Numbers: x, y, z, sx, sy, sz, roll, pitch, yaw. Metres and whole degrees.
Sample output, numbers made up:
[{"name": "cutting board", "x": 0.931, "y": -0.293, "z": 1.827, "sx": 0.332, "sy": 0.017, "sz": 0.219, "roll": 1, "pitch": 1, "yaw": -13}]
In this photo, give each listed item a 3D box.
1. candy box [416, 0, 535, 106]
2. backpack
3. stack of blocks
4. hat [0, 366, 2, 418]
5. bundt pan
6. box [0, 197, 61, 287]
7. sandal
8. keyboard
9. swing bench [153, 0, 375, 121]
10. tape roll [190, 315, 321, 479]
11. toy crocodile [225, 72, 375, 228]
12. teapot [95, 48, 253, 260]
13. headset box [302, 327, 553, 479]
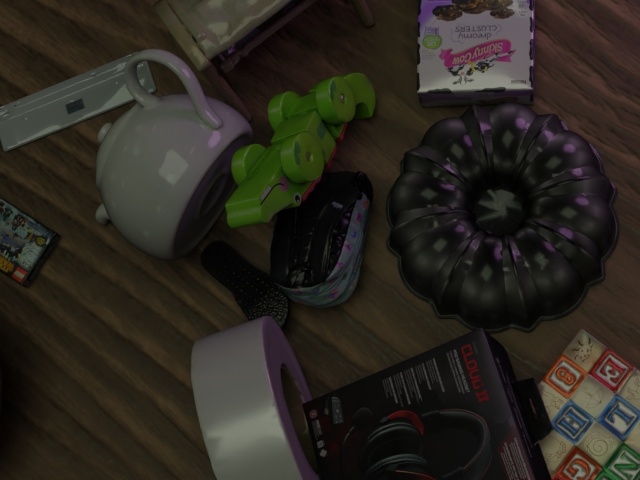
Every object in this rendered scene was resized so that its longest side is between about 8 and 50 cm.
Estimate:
[{"name": "candy box", "x": 0.222, "y": -0.293, "z": 1.708, "sx": 0.165, "sy": 0.070, "sz": 0.196, "roll": 0, "pitch": 78, "yaw": 10}, {"name": "backpack", "x": 0.000, "y": 0.000, "z": 1.661, "sx": 0.152, "sy": 0.115, "sz": 0.182, "roll": -2, "pitch": 65, "yaw": 29}, {"name": "stack of blocks", "x": 0.319, "y": 0.286, "z": 1.560, "sx": 0.171, "sy": 0.087, "sz": 0.297, "roll": 38, "pitch": 88, "yaw": 16}, {"name": "hat", "x": -0.558, "y": 0.192, "z": 1.720, "sx": 0.331, "sy": 0.134, "sz": 0.331, "roll": 2, "pitch": 96, "yaw": 19}, {"name": "bundt pan", "x": 0.242, "y": -0.043, "z": 1.627, "sx": 0.331, "sy": 0.124, "sz": 0.331, "roll": -2, "pitch": 77, "yaw": 10}, {"name": "box", "x": -0.470, "y": -0.003, "z": 1.798, "sx": 0.137, "sy": 0.027, "sz": 0.094, "roll": 30, "pitch": 86, "yaw": 15}, {"name": "sandal", "x": -0.102, "y": 0.066, "z": 1.715, "sx": 0.067, "sy": 0.040, "sz": 0.179, "roll": -43, "pitch": 60, "yaw": -6}, {"name": "keyboard", "x": -0.378, "y": -0.213, "z": 1.835, "sx": 0.256, "sy": 0.014, "sz": 0.072, "roll": -21, "pitch": 81, "yaw": 6}, {"name": "swing bench", "x": -0.081, "y": -0.333, "z": 1.677, "sx": 0.253, "sy": 0.254, "sz": 0.165, "roll": -36, "pitch": 74, "yaw": 1}, {"name": "tape roll", "x": -0.069, "y": 0.244, "z": 1.541, "sx": 0.100, "sy": 0.286, "sz": 0.286, "roll": -20, "pitch": 76, "yaw": 6}, {"name": "toy crocodile", "x": -0.025, "y": -0.126, "z": 1.625, "sx": 0.115, "sy": 0.105, "sz": 0.340, "roll": -13, "pitch": 32, "yaw": 36}, {"name": "teapot", "x": -0.223, "y": -0.112, "z": 1.657, "sx": 0.187, "sy": 0.252, "sz": 0.256, "roll": 32, "pitch": 90, "yaw": 8}, {"name": "headset box", "x": 0.148, "y": 0.260, "z": 1.510, "sx": 0.293, "sy": 0.110, "sz": 0.218, "roll": -24, "pitch": 59, "yaw": 16}]
